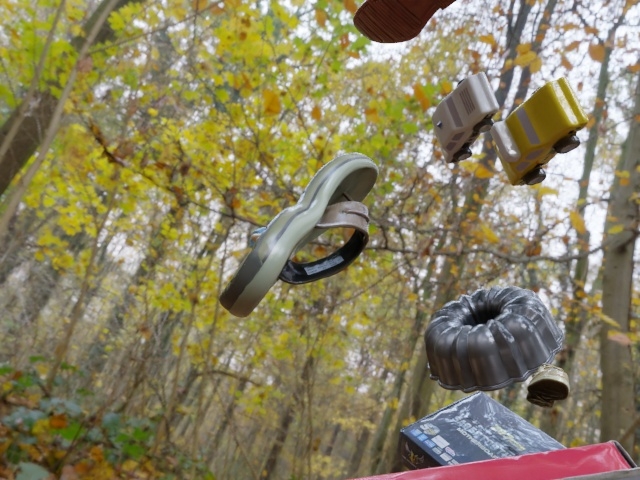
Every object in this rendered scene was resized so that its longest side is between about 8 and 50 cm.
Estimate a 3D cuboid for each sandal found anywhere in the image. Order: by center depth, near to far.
[{"bbox_3d":[-0.001,0.002,0.613,0.086,0.303,0.120,34,-55,4],"label":"sandal"}]

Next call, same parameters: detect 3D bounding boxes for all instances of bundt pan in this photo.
[{"bbox_3d":[0.390,0.211,1.382,0.330,0.330,0.124,-7,-68,47],"label":"bundt pan"}]

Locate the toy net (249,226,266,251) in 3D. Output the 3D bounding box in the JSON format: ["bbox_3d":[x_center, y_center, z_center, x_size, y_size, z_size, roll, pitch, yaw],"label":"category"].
[{"bbox_3d":[-0.084,-0.010,1.219,0.232,0.122,0.045,-166,-124,-76],"label":"toy net"}]

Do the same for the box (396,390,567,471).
[{"bbox_3d":[0.252,0.320,0.826,0.183,0.059,0.232,-11,27,-34],"label":"box"}]

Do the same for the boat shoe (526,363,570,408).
[{"bbox_3d":[0.306,0.190,0.790,0.050,0.045,0.135,17,-22,14],"label":"boat shoe"}]

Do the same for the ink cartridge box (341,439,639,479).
[{"bbox_3d":[0.116,0.275,0.472,0.309,0.130,0.272,-9,-74,3],"label":"ink cartridge box"}]

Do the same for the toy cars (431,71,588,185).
[{"bbox_3d":[0.273,-0.184,0.972,0.087,0.177,0.393,-11,20,-15],"label":"toy cars"}]

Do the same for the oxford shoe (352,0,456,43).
[{"bbox_3d":[0.220,-0.577,1.349,0.140,0.147,0.397,36,-20,-25],"label":"oxford shoe"}]
